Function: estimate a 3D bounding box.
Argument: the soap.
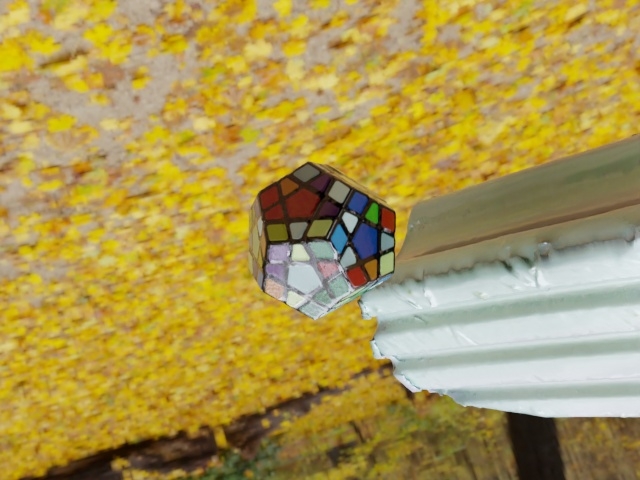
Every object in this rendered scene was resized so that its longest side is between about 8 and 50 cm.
[{"bbox_3d":[0.234,0.058,0.940,0.261,0.156,0.446,41,148,-22],"label":"soap"}]

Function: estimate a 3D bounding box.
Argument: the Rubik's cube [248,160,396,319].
[{"bbox_3d":[0.000,0.000,0.753,0.133,0.133,0.112,-3,-178,-43],"label":"Rubik's cube"}]
